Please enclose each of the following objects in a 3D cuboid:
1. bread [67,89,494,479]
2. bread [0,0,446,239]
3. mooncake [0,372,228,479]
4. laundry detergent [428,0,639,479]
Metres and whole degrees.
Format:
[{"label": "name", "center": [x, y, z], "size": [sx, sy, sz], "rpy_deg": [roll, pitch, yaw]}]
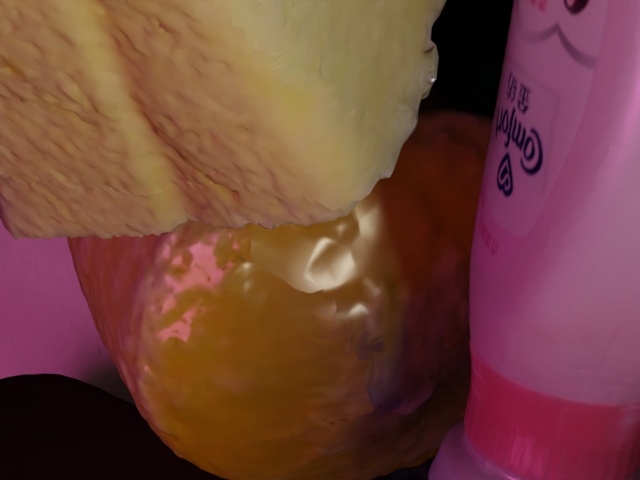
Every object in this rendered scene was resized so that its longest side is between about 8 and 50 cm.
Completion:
[{"label": "bread", "center": [-0.002, 0.004, 0.675], "size": [0.170, 0.197, 0.197], "rpy_deg": [52, 138, 39]}, {"label": "bread", "center": [-0.066, -0.243, 0.486], "size": [0.242, 0.346, 0.405], "rpy_deg": [7, 152, 40]}, {"label": "mooncake", "center": [-0.127, 0.232, 0.899], "size": [0.334, 0.174, 0.326], "rpy_deg": [-26, 89, 46]}, {"label": "laundry detergent", "center": [0.098, -0.044, 0.535], "size": [0.087, 0.159, 0.335], "rpy_deg": [9, 113, 0]}]
